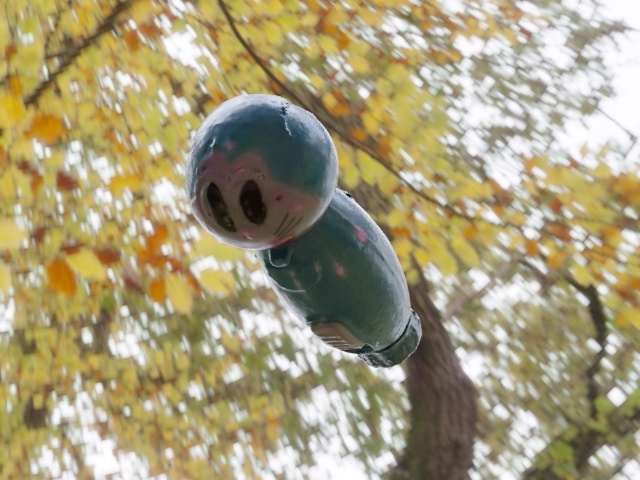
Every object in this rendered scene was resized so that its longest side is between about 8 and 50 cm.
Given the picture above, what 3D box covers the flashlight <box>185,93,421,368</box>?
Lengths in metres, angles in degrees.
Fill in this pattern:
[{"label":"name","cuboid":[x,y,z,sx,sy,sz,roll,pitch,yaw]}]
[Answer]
[{"label":"flashlight","cuboid":[0.000,0.000,0.620,0.051,0.051,0.129,-40,-42,2]}]
